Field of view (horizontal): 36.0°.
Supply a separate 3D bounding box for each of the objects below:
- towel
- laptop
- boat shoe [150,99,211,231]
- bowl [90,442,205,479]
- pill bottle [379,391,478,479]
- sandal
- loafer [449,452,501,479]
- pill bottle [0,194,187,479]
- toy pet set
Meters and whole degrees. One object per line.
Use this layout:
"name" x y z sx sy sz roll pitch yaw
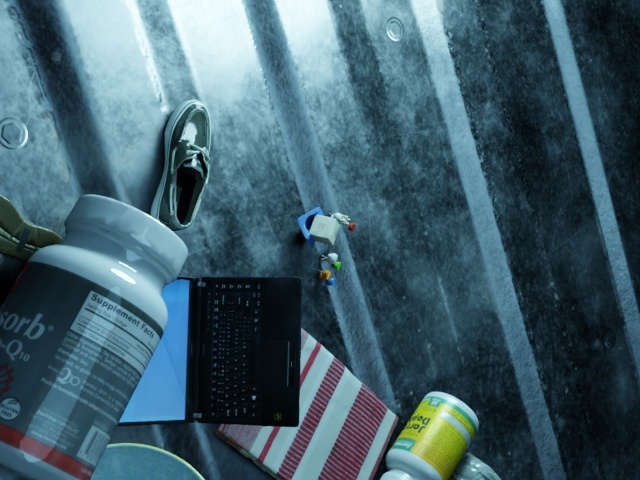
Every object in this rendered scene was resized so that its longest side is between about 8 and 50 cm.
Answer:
"towel" -0.012 0.313 1.684 0.329 0.037 0.237 45 59 -29
"laptop" -0.173 0.167 1.499 0.136 0.265 0.234 19 72 -74
"boat shoe" -0.203 -0.118 1.541 0.078 0.070 0.219 18 75 -36
"bowl" -0.273 0.445 1.364 0.289 0.290 0.156 -49 158 -31
"pill bottle" 0.191 0.387 1.787 0.117 0.118 0.208 53 58 -23
"sandal" -0.434 -0.012 1.368 0.180 0.049 0.072 37 69 -47
"loafer" 0.334 0.533 1.907 0.111 0.112 0.319 -47 118 -9
"pill bottle" -0.333 0.135 1.321 0.210 0.210 0.362 37 67 -31
"toy pet set" 0.000 0.000 1.718 0.114 0.065 0.122 56 51 -64
